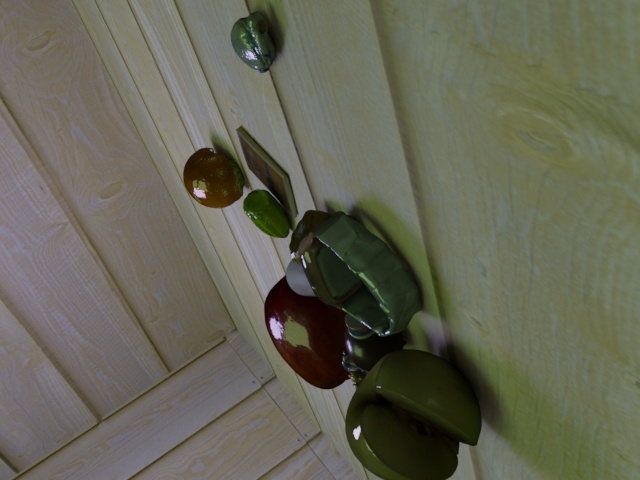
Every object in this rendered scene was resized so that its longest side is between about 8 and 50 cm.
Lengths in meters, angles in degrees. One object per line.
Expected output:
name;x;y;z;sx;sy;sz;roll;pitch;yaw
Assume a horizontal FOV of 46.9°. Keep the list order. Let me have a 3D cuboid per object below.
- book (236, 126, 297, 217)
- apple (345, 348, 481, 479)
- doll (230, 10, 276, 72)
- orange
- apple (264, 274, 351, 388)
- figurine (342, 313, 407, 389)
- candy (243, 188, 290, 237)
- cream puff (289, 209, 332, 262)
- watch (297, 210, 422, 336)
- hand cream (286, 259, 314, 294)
book;-0.146;-0.185;2.007;0.242;0.018;0.170;47;162;34
apple;0.199;0.380;1.580;0.254;0.292;0.292;30;169;-11
doll;-0.134;-0.389;1.467;0.104;0.071;0.214;58;168;0
orange;-0.350;-0.192;2.351;0.237;0.158;0.179;37;153;52
apple;-0.012;0.266;2.228;0.365;0.295;0.328;57;-165;6
figurine;0.123;0.251;1.807;0.276;0.161;0.158;93;156;-58
candy;-0.141;-0.064;2.080;0.097;0.096;0.209;46;178;34
cream puff;0.000;0.000;1.755;0.116;0.146;0.146;21;174;-18
watch;0.094;0.082;1.574;0.241;0.161;0.253;26;147;49
hand cream;0.008;0.091;1.878;0.185;0.118;0.358;16;175;-17
